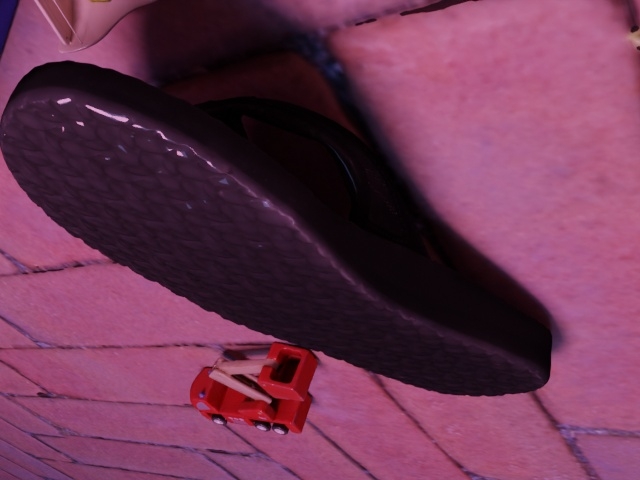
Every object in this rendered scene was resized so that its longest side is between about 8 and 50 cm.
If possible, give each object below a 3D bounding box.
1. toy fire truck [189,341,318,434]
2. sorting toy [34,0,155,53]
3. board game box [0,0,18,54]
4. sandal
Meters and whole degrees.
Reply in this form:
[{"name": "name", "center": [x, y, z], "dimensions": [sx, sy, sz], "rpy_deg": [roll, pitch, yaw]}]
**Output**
[{"name": "toy fire truck", "center": [-0.077, 0.162, 0.818], "dimensions": [0.192, 0.047, 0.135], "rpy_deg": [1, 143, 30]}, {"name": "sorting toy", "center": [-0.118, -0.146, 0.384], "dimensions": [0.075, 0.045, 0.083], "rpy_deg": [-1, 143, 19]}, {"name": "board game box", "center": [-0.345, -0.144, 0.413], "dimensions": [0.291, 0.141, 0.232], "rpy_deg": [31, 146, -18]}, {"name": "sandal", "center": [-0.001, 0.001, 0.502], "dimensions": [0.167, 0.107, 0.445], "rpy_deg": [-14, 148, 40]}]
